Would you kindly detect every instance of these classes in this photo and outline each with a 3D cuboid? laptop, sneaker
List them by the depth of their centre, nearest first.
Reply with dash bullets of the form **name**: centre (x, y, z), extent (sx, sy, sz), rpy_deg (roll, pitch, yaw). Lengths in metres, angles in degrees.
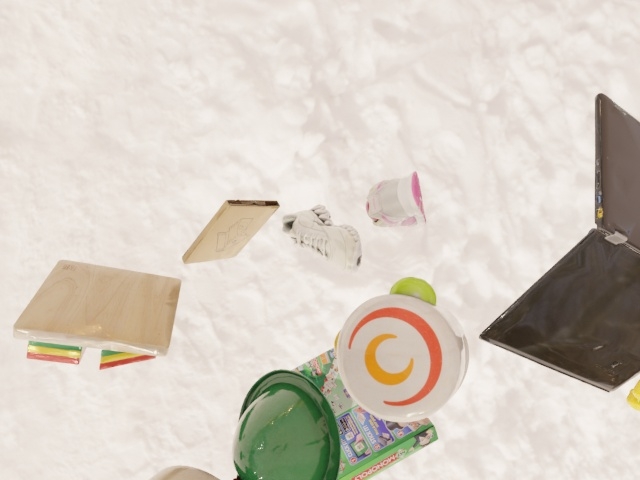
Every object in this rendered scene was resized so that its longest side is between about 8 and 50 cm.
- **laptop**: centre (0.529, 0.029, 0.921), extent (0.381, 0.236, 0.408), rpy_deg (24, 65, -23)
- **sneaker**: centre (0.148, -0.077, 1.004), extent (0.252, 0.111, 0.103), rpy_deg (23, 58, -75)
- **sneaker**: centre (0.000, 0.000, 1.157), extent (0.118, 0.292, 0.110), rpy_deg (-3, 111, -25)

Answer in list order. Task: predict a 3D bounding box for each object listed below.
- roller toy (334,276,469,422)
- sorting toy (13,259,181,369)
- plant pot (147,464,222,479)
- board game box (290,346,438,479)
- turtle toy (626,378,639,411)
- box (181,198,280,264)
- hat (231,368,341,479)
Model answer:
- **roller toy**: centre (0.133, 0.182, 0.800), extent (0.191, 0.209, 0.146), rpy_deg (57, 16, 19)
- **sorting toy**: centre (-0.421, 0.153, 0.990), extent (0.255, 0.257, 0.090), rpy_deg (11, 111, -14)
- **plant pot**: centre (-0.197, 0.458, 0.604), extent (0.190, 0.284, 0.284), rpy_deg (-19, 85, -58)
- **board game box**: centre (0.067, 0.334, 1.032), extent (0.213, 0.317, 0.046), rpy_deg (-27, 120, -7)
- **turtle toy**: centre (0.397, 0.153, 0.550), extent (0.095, 0.066, 0.130), rpy_deg (-51, 147, -8)
- **box**: centre (-0.203, -0.021, 1.142), extent (0.164, 0.201, 0.021), rpy_deg (-6, 55, -54)
- **hat**: centre (-0.091, 0.243, 0.566), extent (0.183, 0.208, 0.173), rpy_deg (17, 96, -48)
